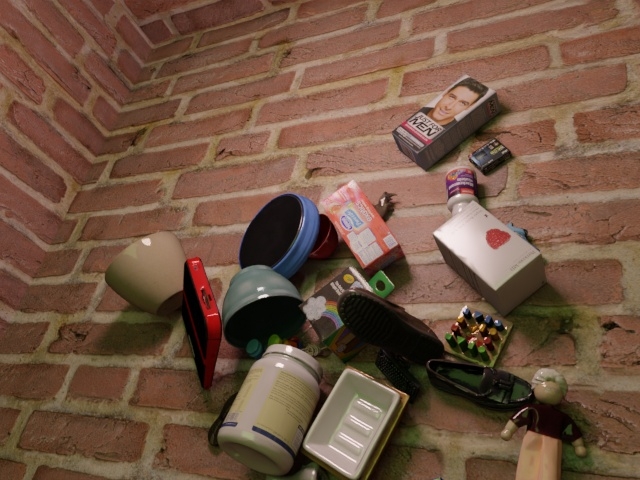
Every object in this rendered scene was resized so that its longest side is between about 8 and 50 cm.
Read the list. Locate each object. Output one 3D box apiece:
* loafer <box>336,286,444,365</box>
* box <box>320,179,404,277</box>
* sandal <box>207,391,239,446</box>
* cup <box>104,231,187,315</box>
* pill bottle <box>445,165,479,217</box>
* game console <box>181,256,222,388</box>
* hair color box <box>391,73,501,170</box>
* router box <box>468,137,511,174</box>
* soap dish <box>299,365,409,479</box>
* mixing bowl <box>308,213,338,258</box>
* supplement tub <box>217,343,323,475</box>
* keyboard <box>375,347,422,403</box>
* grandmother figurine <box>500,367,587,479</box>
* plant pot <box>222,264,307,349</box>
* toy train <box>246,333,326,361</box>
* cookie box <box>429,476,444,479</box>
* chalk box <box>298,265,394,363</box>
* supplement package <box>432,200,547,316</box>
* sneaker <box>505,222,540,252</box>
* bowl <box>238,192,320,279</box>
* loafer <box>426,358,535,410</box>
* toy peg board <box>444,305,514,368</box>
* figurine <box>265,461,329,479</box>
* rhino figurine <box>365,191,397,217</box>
[{"bbox_3d":[0.200,0.250,1.645,0.134,0.366,0.130,-51,16,15],"label":"loafer"},{"bbox_3d":[0.146,-0.040,1.925,0.154,0.142,0.300,-35,67,3],"label":"box"},{"bbox_3d":[-0.293,0.594,1.827,0.090,0.060,0.219,35,92,47],"label":"sandal"},{"bbox_3d":[-0.652,0.160,2.198,0.331,0.331,0.237,-41,74,-3],"label":"cup"},{"bbox_3d":[0.491,-0.154,1.895,0.108,0.108,0.193,-11,53,22],"label":"pill bottle"},{"bbox_3d":[-0.435,0.288,1.982,0.060,0.342,0.386,-6,42,-23],"label":"game console"},{"bbox_3d":[0.484,-0.459,2.119,0.374,0.113,0.185,-38,47,-1],"label":"hair color box"},{"bbox_3d":[0.613,-0.305,1.984,0.122,0.038,0.092,-34,48,3],"label":"router box"},{"bbox_3d":[0.105,0.542,1.596,0.229,0.118,0.291,18,68,37],"label":"soap dish"},{"bbox_3d":[0.000,0.000,2.049,0.181,0.098,0.181,-28,45,32],"label":"mixing bowl"},{"bbox_3d":[-0.140,0.504,1.650,0.235,0.235,0.325,1,45,30],"label":"supplement tub"},{"bbox_3d":[0.233,0.396,1.654,0.180,0.023,0.108,43,124,41],"label":"keyboard"},{"bbox_3d":[0.566,0.492,1.373,0.208,0.104,0.342,17,67,-4],"label":"grandmother figurine"},{"bbox_3d":[-0.210,0.210,1.889,0.293,0.293,0.196,-30,51,7],"label":"plant pot"},{"bbox_3d":[-0.114,0.353,1.821,0.248,0.143,0.105,-23,49,25],"label":"toy train"},{"bbox_3d":[0.318,0.674,1.401,0.040,0.092,0.107,-26,48,14],"label":"cookie box"},{"bbox_3d":[0.114,0.221,1.788,0.289,0.179,0.180,-37,47,-1],"label":"chalk box"},{"bbox_3d":[0.518,0.051,1.685,0.177,0.175,0.293,-39,48,-2],"label":"supplement package"},{"bbox_3d":[0.638,-0.008,1.739,0.073,0.063,0.162,-37,48,-4],"label":"sneaker"},{"bbox_3d":[-0.170,-0.010,2.103,0.391,0.077,0.391,-30,43,32],"label":"bowl"},{"bbox_3d":[0.437,0.397,1.532,0.302,0.095,0.109,6,60,32],"label":"loafer"},{"bbox_3d":[0.459,0.274,1.621,0.161,0.079,0.160,19,68,37],"label":"toy peg board"},{"bbox_3d":[-0.090,0.757,1.576,0.209,0.092,0.215,-14,51,25],"label":"figurine"},{"bbox_3d":[0.184,-0.108,2.057,0.243,0.073,0.106,-30,54,4],"label":"rhino figurine"}]
